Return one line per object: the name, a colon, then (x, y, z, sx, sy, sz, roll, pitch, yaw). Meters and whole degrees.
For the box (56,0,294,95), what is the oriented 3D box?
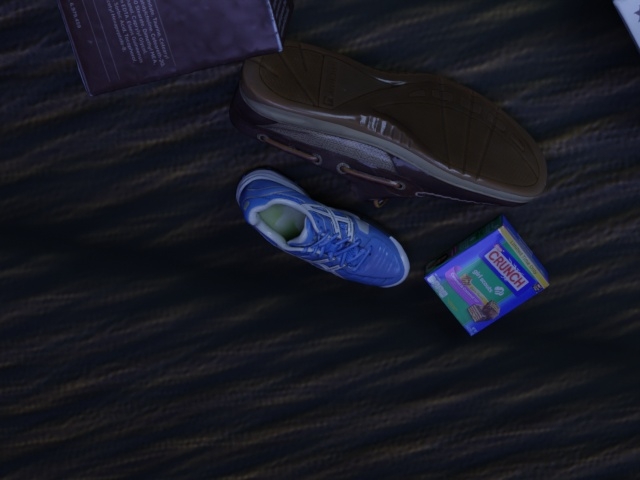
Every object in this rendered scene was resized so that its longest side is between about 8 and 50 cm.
box: (-0.148, -0.263, 1.648, 0.203, 0.168, 0.167, -12, 112, 9)

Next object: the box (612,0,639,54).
box: (0.406, -0.223, 1.666, 0.181, 0.119, 0.182, -27, 109, 14)

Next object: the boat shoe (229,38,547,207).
boat shoe: (0.067, -0.102, 1.753, 0.342, 0.123, 0.123, 16, 143, -10)

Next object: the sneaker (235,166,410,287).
sneaker: (0.000, 0.000, 1.804, 0.211, 0.081, 0.080, 25, 111, -10)

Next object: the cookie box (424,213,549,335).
cookie box: (0.183, 0.038, 1.833, 0.107, 0.040, 0.092, -35, 107, 15)
